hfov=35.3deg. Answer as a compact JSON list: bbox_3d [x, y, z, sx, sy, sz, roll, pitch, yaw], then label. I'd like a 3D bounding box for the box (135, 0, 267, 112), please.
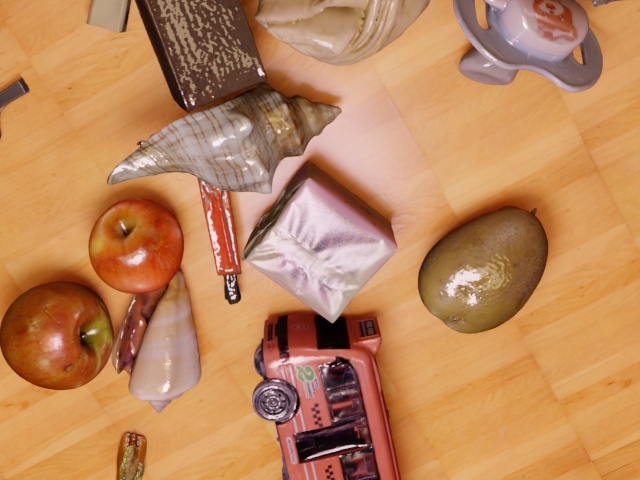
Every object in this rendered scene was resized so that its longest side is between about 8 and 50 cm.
[{"bbox_3d":[-0.203,-0.354,1.568,0.143,0.184,0.273,-22,106,-9],"label":"box"}]

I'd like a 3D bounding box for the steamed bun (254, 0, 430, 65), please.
[{"bbox_3d":[0.007,-0.400,1.515,0.276,0.203,0.289,-19,123,26],"label":"steamed bun"}]

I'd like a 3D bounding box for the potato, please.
[{"bbox_3d":[0.283,0.043,1.697,0.251,0.159,0.174,-46,124,5],"label":"potato"}]

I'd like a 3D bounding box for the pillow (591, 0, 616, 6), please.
[{"bbox_3d":[0.526,-0.519,1.528,0.310,0.138,0.283,-12,95,2],"label":"pillow"}]

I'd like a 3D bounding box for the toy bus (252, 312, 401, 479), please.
[{"bbox_3d":[0.022,0.342,1.775,0.233,0.203,0.427,-11,107,1],"label":"toy bus"}]

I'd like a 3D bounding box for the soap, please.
[{"bbox_3d":[0.000,0.000,1.701,0.199,0.138,0.182,37,106,-9],"label":"soap"}]

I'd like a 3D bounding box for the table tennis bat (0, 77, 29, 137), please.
[{"bbox_3d":[-0.593,-0.210,1.723,0.220,0.019,0.130,-29,105,12],"label":"table tennis bat"}]

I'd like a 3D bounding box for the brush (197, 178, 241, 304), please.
[{"bbox_3d":[-0.172,-0.045,1.731,0.051,0.070,0.323,-10,105,1],"label":"brush"}]

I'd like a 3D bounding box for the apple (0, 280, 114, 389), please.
[{"bbox_3d":[-0.460,0.165,1.744,0.196,0.196,0.196,1,107,2],"label":"apple"}]

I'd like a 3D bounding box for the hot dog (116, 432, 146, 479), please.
[{"bbox_3d":[-0.358,0.422,1.893,0.056,0.041,0.133,12,107,-1],"label":"hot dog"}]

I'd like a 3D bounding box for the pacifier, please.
[{"bbox_3d":[0.306,-0.317,1.598,0.279,0.227,0.207,15,142,-22],"label":"pacifier"}]

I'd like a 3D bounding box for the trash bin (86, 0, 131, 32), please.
[{"bbox_3d":[-0.342,-0.393,1.645,0.061,0.043,0.092,14,106,-2],"label":"trash bin"}]

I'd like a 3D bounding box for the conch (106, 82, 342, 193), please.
[{"bbox_3d":[-0.139,-0.146,1.603,0.386,0.203,0.169,-31,69,-21],"label":"conch"}]

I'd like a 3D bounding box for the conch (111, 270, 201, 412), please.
[{"bbox_3d":[-0.273,0.179,1.793,0.158,0.127,0.255,12,85,29],"label":"conch"}]

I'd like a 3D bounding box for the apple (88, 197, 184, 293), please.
[{"bbox_3d":[-0.312,0.013,1.712,0.163,0.163,0.139,-13,147,6],"label":"apple"}]
